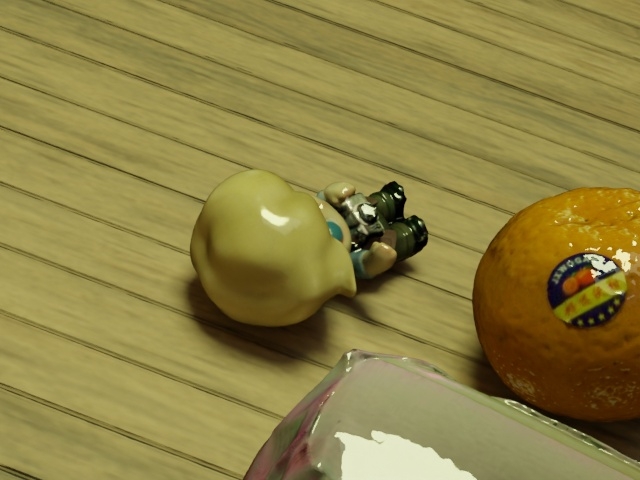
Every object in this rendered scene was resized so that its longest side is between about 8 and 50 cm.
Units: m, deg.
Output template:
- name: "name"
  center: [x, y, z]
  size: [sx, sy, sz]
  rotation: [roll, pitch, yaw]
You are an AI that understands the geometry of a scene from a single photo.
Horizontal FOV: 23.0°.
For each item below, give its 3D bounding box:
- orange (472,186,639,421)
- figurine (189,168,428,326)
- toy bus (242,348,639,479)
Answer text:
- name: "orange"
  center: [0.193, 0.045, 1.093]
  size: [0.178, 0.155, 0.177]
  rotation: [-13, 35, 10]
- name: "figurine"
  center: [0.000, 0.000, 1.135]
  size: [0.196, 0.108, 0.114]
  rotation: [-12, 69, -39]
- name: "toy bus"
  center: [0.130, 0.199, 0.893]
  size: [0.386, 0.162, 0.171]
  rotation: [26, 41, 12]
